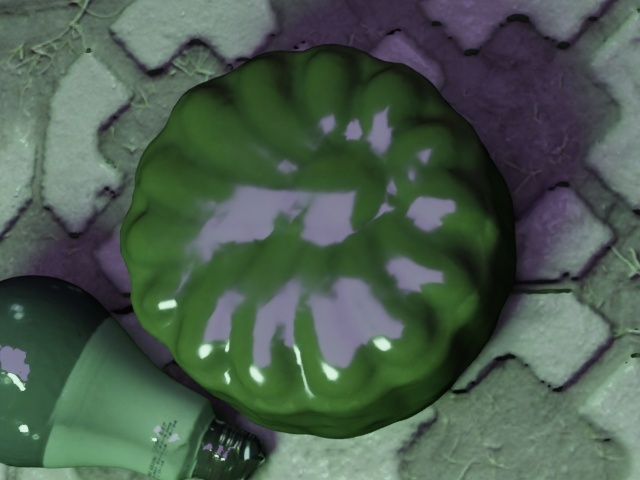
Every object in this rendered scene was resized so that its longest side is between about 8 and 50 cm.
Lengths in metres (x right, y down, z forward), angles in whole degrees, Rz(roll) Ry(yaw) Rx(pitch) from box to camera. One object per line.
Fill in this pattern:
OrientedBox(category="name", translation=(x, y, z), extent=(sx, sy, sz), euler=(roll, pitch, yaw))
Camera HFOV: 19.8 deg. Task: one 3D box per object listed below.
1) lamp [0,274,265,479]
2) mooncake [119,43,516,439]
OrientedBox(category="lamp", translation=(-0.222, 0.167, 1.736), extent=(0.314, 0.182, 0.182), euler=(40, 90, 3))
OrientedBox(category="mooncake", translation=(0.000, 0.000, 1.684), extent=(0.356, 0.194, 0.356), euler=(-4, 76, 17))
